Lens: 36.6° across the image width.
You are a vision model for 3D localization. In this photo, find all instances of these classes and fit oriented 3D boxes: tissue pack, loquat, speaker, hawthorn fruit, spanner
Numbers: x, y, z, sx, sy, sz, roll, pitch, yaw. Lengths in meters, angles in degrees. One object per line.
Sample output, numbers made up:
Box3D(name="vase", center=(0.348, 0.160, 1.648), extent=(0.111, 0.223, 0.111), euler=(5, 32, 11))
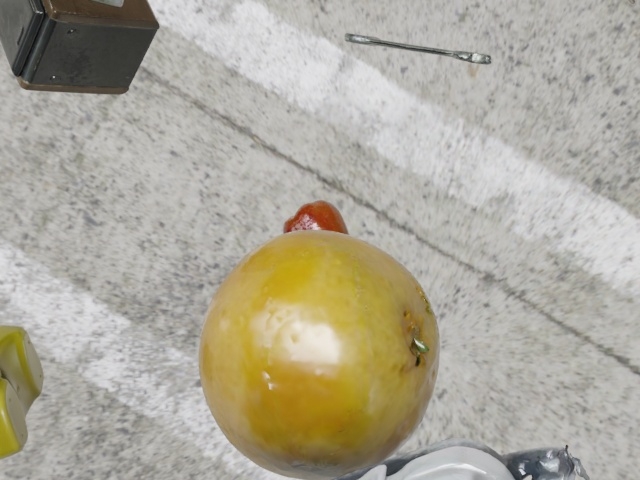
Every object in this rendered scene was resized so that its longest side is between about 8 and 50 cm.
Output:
Box3D(name="tissue pack", center=(-0.426, 0.191, 1.202), extent=(0.127, 0.178, 0.123), euler=(-10, 120, 2))
Box3D(name="loquat", center=(-0.001, 0.117, 1.014), extent=(0.263, 0.263, 0.263), euler=(-1, 84, 6))
Box3D(name="speaker", center=(-0.363, -0.346, 1.385), extent=(0.153, 0.192, 0.231), euler=(-52, 56, 41))
Box3D(name="hawthorn fruit", center=(0.000, 0.000, 1.229), extent=(0.081, 0.081, 0.093), euler=(-37, 72, 1))
Box3D(name="spanner", center=(0.134, -0.274, 1.377), extent=(0.254, 0.054, 0.015), euler=(20, 106, 43))

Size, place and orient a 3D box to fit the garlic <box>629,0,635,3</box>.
Box3D(name="garlic", center=(0.249, -0.292, 0.939), extent=(0.084, 0.066, 0.152), euler=(-21, 93, -1))

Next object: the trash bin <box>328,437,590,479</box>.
Box3D(name="trash bin", center=(0.056, 0.319, 0.584), extent=(0.296, 0.367, 0.256), euler=(-23, 105, 21))

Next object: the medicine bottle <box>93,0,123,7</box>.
Box3D(name="medicine bottle", center=(-0.330, -0.327, 1.147), extent=(0.199, 0.057, 0.057), euler=(11, 85, -13))
